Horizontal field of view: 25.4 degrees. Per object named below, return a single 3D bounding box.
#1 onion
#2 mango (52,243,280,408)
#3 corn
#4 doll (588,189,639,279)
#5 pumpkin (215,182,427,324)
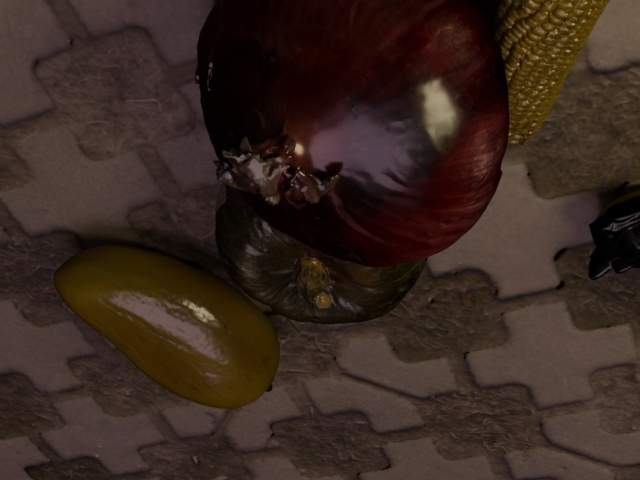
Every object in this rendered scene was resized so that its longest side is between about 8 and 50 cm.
[{"bbox_3d":[0.010,-0.116,1.391,0.348,0.285,0.347,21,131,27],"label":"onion"},{"bbox_3d":[-0.190,0.111,1.914,0.195,0.142,0.332,-25,128,35],"label":"mango"},{"bbox_3d":[0.208,-0.194,1.399,0.106,0.106,0.293,14,144,-3],"label":"corn"},{"bbox_3d":[0.402,-0.026,1.596,0.127,0.088,0.249,46,127,-10],"label":"doll"},{"bbox_3d":[0.000,0.003,1.660,0.260,0.189,0.260,6,146,4],"label":"pumpkin"}]
